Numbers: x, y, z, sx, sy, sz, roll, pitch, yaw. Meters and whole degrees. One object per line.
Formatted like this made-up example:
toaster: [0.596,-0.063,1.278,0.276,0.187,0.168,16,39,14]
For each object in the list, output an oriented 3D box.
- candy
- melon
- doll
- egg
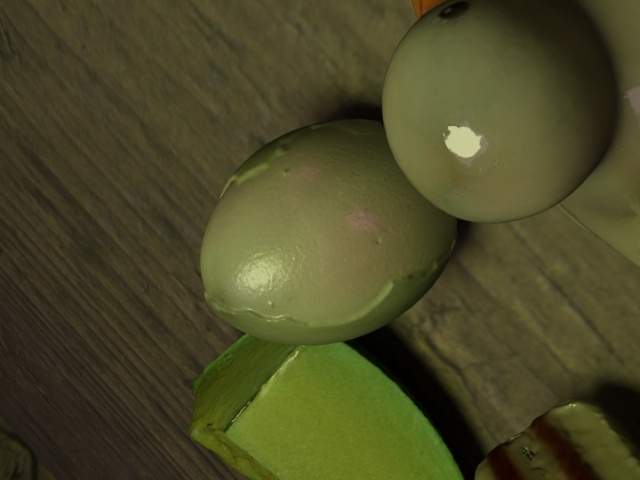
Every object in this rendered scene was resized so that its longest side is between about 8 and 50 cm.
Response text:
candy: [0.246,0.267,0.836,0.179,0.135,0.320,50,-172,-23]
melon: [0.023,0.261,1.214,0.343,0.226,0.331,42,140,-13]
doll: [0.150,-0.073,0.659,0.251,0.221,0.221,50,150,-1]
egg: [0.000,0.000,0.933,0.183,0.217,0.183,36,148,28]
